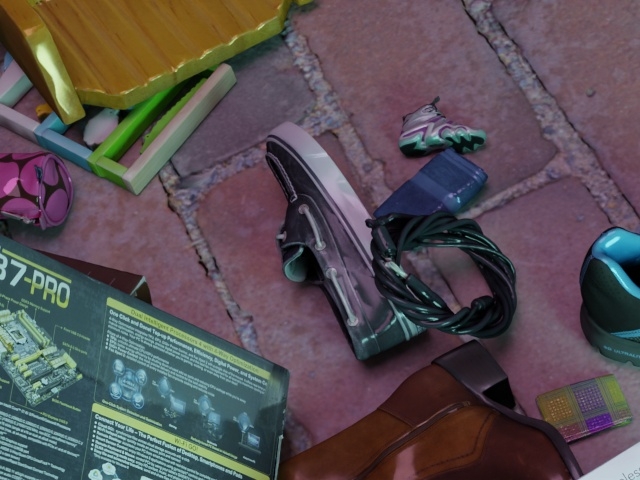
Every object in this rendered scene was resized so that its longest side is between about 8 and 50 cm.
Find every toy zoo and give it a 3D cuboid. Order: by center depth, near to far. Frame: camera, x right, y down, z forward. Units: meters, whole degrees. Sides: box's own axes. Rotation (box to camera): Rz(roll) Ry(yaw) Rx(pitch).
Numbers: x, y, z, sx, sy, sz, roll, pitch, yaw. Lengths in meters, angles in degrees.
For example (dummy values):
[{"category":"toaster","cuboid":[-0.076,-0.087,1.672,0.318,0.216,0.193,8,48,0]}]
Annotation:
[{"category":"toy zoo","cuboid":[-0.270,-0.183,1.976,0.293,0.030,0.192,27,66,30]}]

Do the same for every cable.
[{"category":"cable","cuboid":[0.132,0.034,1.639,0.047,0.184,0.150,-54,43,32]}]

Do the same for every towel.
[{"category":"towel","cuboid":[0.253,0.164,1.600,0.083,0.009,0.060,-19,52,1]},{"category":"towel","cuboid":[0.119,-0.045,1.772,0.119,0.029,0.067,-40,55,-15]}]

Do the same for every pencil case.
[{"category":"pencil case","cuboid":[-0.393,-0.053,1.882,0.209,0.095,0.098,-2,58,17]}]

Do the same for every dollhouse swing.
[{"category":"dollhouse swing","cuboid":[-0.234,-0.389,1.912,0.347,0.305,0.315,-28,49,-16]}]

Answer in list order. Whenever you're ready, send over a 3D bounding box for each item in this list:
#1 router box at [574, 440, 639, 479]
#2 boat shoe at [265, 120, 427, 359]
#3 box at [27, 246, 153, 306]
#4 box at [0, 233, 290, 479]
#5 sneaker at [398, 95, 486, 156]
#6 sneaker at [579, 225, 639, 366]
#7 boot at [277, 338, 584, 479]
[{"category":"router box","cuboid":[0.257,0.351,1.366,0.335,0.082,0.301,-31,72,-7]},{"category":"boat shoe","cuboid":[0.000,0.000,1.733,0.102,0.108,0.301,-29,60,-7]},{"category":"box","cuboid":[-0.371,0.098,1.664,0.381,0.143,0.191,11,41,22]},{"category":"box","cuboid":[-0.205,0.200,1.445,0.097,0.395,0.318,-16,57,41]},{"category":"sneaker","cuboid":[0.135,-0.131,1.822,0.098,0.038,0.069,-3,56,13]},{"category":"sneaker","cuboid":[0.407,0.068,1.545,0.341,0.139,0.125,6,56,17]},{"category":"boot","cuboid":[0.091,0.246,1.534,0.280,0.096,0.264,-33,54,-7]}]
